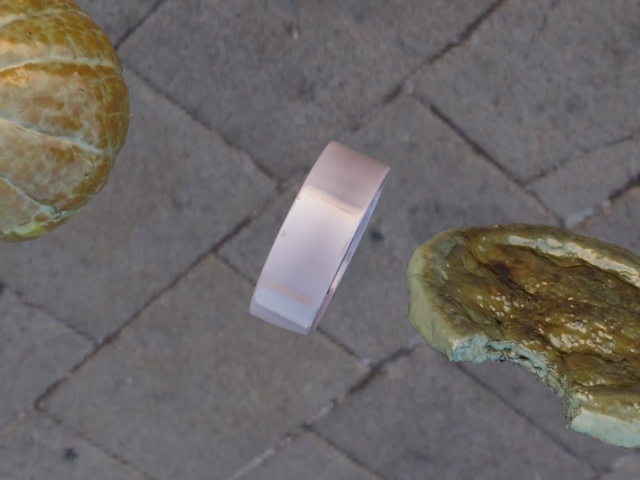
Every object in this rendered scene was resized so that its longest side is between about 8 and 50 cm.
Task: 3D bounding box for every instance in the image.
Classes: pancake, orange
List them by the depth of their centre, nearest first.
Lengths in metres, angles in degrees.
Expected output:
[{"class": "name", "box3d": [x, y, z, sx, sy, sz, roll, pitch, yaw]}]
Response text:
[{"class": "pancake", "box3d": [0.177, 0.055, 0.973, 0.254, 0.253, 0.037, 12, 120, -9]}, {"class": "orange", "box3d": [-0.394, -0.160, 1.682, 0.329, 0.249, 0.329, 1, 92, 26]}]

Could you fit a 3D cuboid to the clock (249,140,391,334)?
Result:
[{"class": "clock", "box3d": [0.000, 0.000, 1.390, 0.068, 0.197, 0.197, 26, 125, 4]}]
